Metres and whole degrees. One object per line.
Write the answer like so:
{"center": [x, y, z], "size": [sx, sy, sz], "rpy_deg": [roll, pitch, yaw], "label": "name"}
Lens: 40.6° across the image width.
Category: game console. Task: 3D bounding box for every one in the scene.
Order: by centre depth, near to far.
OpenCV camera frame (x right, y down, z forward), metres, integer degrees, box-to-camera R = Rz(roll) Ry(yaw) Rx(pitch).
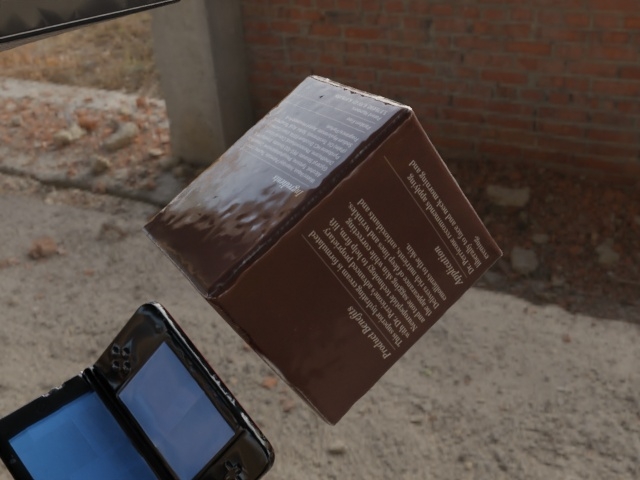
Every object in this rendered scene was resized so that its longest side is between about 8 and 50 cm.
{"center": [-0.124, 0.133, 0.568], "size": [0.144, 0.124, 0.085], "rpy_deg": [49, 25, 16], "label": "game console"}

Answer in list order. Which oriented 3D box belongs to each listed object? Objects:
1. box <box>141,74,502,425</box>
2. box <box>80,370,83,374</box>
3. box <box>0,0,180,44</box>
{"center": [0.000, 0.000, 0.710], "size": [0.203, 0.168, 0.167], "rpy_deg": [-43, 33, -8], "label": "box"}
{"center": [-0.211, 0.210, 0.895], "size": [0.042, 0.178, 0.109], "rpy_deg": [-17, 63, -23], "label": "box"}
{"center": [-0.215, -0.132, 0.433], "size": [0.184, 0.103, 0.261], "rpy_deg": [-12, 16, 20], "label": "box"}
